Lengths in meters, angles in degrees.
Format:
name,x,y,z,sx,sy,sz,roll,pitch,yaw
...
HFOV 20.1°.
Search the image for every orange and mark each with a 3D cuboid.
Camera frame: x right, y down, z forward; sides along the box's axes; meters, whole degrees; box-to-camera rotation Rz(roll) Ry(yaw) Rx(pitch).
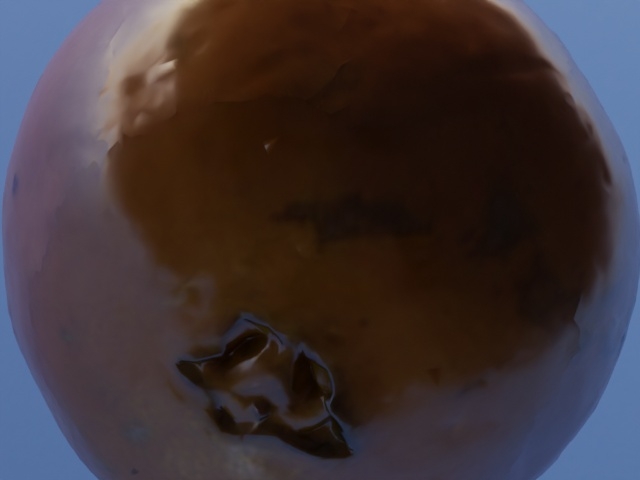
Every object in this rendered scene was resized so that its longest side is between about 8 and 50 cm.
name,x,y,z,sx,sy,sz,roll,pitch,yaw
orange,0.000,0.000,0.876,0.312,0.312,0.312,10,-118,-19
